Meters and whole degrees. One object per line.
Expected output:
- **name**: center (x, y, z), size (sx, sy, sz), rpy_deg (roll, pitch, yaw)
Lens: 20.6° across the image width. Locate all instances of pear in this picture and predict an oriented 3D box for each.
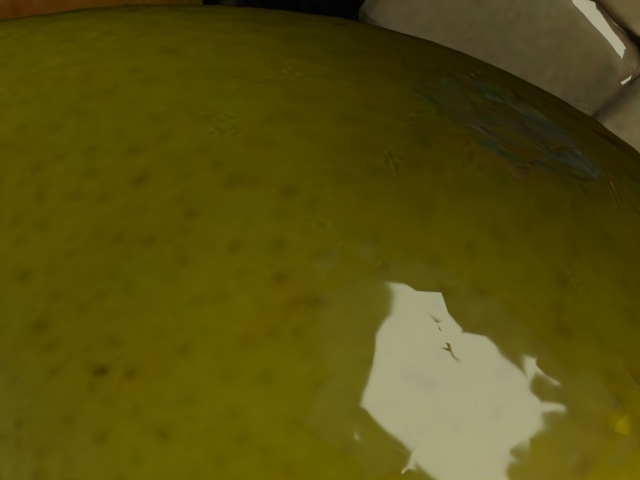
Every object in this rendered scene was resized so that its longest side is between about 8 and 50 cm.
- **pear**: center (0.008, 0.034, 0.549), size (0.386, 0.191, 0.340), rpy_deg (22, 25, -13)

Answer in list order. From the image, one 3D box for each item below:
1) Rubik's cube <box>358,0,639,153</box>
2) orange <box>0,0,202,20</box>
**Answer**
- **Rubik's cube**: center (0.261, -0.090, 0.805), size (0.316, 0.319, 0.322), rpy_deg (49, 15, 11)
- **orange**: center (-0.180, -0.115, 0.768), size (0.274, 0.274, 0.310), rpy_deg (46, 13, 3)
